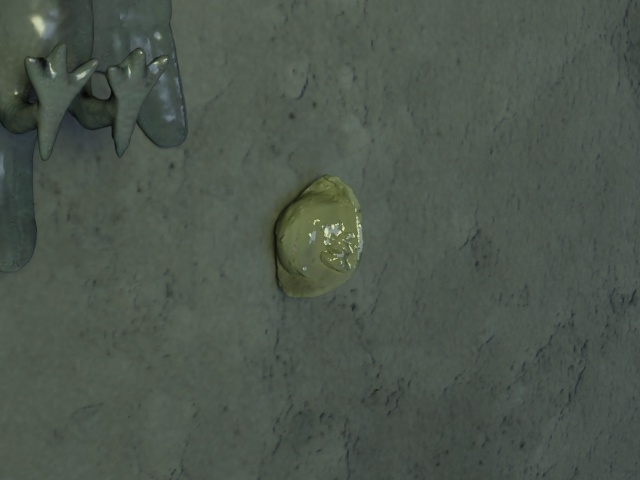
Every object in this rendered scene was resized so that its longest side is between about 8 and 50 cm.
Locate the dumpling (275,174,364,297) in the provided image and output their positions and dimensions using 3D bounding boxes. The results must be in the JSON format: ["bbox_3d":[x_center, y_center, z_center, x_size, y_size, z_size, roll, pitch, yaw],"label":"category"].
[{"bbox_3d":[-0.001,-0.001,0.692,0.076,0.057,0.052,-48,125,-19],"label":"dumpling"}]

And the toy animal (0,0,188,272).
[{"bbox_3d":[-0.151,-0.113,0.529,0.239,0.176,0.255,-4,130,-45],"label":"toy animal"}]
